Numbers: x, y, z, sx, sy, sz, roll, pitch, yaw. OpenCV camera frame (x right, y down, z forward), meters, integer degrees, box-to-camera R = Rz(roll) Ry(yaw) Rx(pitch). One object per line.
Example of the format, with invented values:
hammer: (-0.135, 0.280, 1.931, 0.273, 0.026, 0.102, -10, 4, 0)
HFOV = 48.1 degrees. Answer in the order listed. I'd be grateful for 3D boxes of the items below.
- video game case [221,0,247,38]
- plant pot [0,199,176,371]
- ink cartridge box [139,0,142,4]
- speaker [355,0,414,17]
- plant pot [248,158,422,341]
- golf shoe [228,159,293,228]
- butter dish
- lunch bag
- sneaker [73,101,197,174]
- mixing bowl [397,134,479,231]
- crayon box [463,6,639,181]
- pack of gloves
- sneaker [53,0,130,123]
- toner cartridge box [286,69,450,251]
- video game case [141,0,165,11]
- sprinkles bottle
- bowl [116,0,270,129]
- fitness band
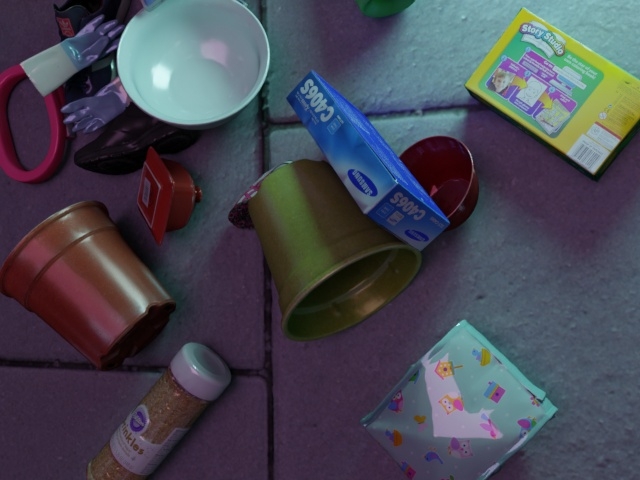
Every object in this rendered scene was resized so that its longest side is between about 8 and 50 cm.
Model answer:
video game case: (-0.221, -0.493, 1.515, 0.122, 0.011, 0.087, 40, 101, 19)
plant pot: (-0.456, 0.105, 1.465, 0.265, 0.272, 0.272, 43, 102, 10)
ink cartridge box: (-0.245, -0.620, 1.460, 0.306, 0.131, 0.226, -25, 72, 16)
speaker: (0.095, -0.581, 1.347, 0.131, 0.131, 0.296, -16, 81, 20)
plant pot: (0.000, 0.000, 1.296, 0.276, 0.276, 0.254, -38, 64, 15)
golf shoe: (-0.111, -0.089, 1.439, 0.186, 0.086, 0.067, -34, 117, 31)
butter dish: (-0.302, -0.094, 1.484, 0.160, 0.118, 0.160, 50, 133, 41)
lunch bag: (0.238, 0.293, 1.223, 0.223, 0.160, 0.262, 46, 109, 18)
sneaker: (-0.403, -0.230, 1.546, 0.286, 0.109, 0.130, -18, 74, 10)
mixing bowl: (0.210, -0.084, 1.272, 0.181, 0.098, 0.181, -19, 58, 33)
crayon box: (0.408, -0.250, 1.227, 0.278, 0.081, 0.165, 41, 101, 19)
pack of gloves: (-0.486, -0.356, 1.546, 0.232, 0.046, 0.195, -34, 106, -6)
sneaker: (-0.527, -0.435, 1.571, 0.131, 0.148, 0.350, 10, 91, 22)
toner cartridge box: (0.074, -0.143, 1.236, 0.075, 0.165, 0.348, -45, 46, 16)
video game case: (-0.297, -0.580, 1.392, 0.193, 0.023, 0.212, -29, 72, 17)
sprinkles bottle: (-0.331, 0.373, 1.462, 0.121, 0.121, 0.355, 43, 103, 18)
bowl: (-0.247, -0.336, 1.436, 0.298, 0.134, 0.298, 1, 72, -3)
fitness band: (-0.683, -0.275, 1.675, 0.209, 0.054, 0.291, -22, 78, 19)
